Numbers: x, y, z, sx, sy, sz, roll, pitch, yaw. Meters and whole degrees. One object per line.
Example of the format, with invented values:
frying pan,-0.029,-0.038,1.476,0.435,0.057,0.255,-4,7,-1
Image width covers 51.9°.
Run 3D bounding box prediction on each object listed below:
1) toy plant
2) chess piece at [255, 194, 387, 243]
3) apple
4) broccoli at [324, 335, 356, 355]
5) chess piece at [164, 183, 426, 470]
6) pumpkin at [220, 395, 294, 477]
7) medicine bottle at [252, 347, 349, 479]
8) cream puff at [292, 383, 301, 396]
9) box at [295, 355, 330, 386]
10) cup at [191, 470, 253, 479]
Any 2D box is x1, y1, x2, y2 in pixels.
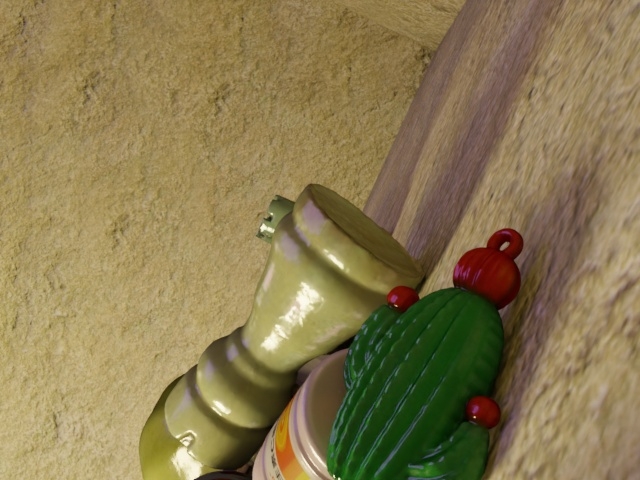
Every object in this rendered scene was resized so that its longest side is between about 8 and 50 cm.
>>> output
toy plant,0.083,0.100,0.540,0.155,0.088,0.240,-15,47,42
chess piece,0.000,0.000,1.631,0.194,0.299,0.194,-155,90,-89
apple,-0.229,0.452,1.483,0.357,0.357,0.357,-155,90,-89
broccoli,0.021,0.180,1.370,0.131,0.120,0.130,-37,-21,-30
chess piece,-0.060,0.147,1.031,0.442,0.234,0.234,-52,4,13
pumpkin,-0.114,0.435,1.197,0.317,0.139,0.222,-61,-7,-7
medicine bottle,0.013,0.216,0.679,0.249,0.133,0.133,116,178,-55
cream puff,-0.087,0.363,1.693,0.156,0.156,0.121,-64,-1,30
box,-0.063,0.247,1.541,0.291,0.206,0.262,-62,-1,-36
cup,-0.143,0.438,0.925,0.317,0.212,0.212,117,178,-75
